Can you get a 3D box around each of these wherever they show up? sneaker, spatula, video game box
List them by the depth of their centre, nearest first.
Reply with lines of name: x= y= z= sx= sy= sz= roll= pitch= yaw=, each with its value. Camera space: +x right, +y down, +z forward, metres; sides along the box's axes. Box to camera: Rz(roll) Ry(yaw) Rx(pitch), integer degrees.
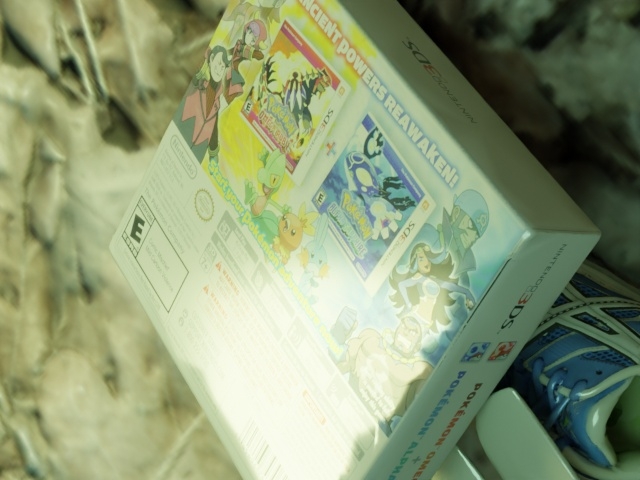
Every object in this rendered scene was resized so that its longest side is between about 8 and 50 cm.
sneaker: x=0.101 y=0.048 z=0.638 sx=0.211 sy=0.081 sz=0.080 roll=11 pitch=111 yaw=25
video game box: x=0.000 y=0.000 z=0.650 sx=0.205 sy=0.048 sz=0.187 roll=55 pitch=130 yaw=36
spatula: x=0.107 y=0.170 z=0.676 sx=0.242 sy=0.019 sz=0.168 roll=54 pitch=149 yaw=-5
